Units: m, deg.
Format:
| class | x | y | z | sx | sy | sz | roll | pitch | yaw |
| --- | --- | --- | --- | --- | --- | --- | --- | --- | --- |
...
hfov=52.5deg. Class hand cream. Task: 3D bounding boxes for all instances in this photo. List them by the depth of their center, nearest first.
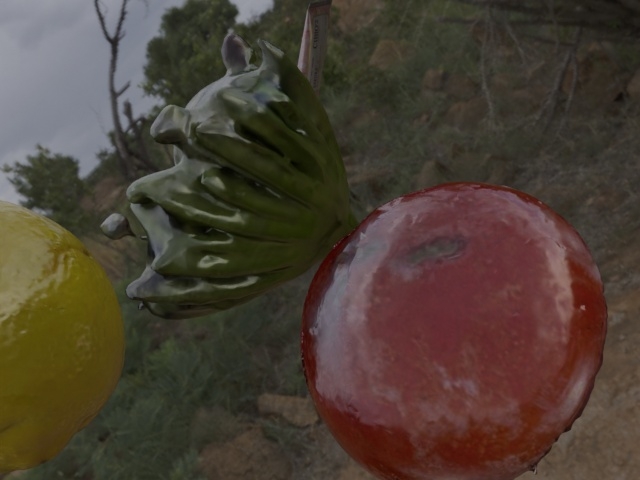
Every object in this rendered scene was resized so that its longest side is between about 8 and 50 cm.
| class | x | y | z | sx | sy | sz | roll | pitch | yaw |
| --- | --- | --- | --- | --- | --- | --- | --- | --- | --- |
| hand cream | -0.015 | -0.281 | 1.051 | 0.067 | 0.043 | 0.209 | -35 | -36 | -48 |

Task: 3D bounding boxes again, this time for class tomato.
| class | x | y | z | sx | sy | sz | roll | pitch | yaw |
| --- | --- | --- | --- | --- | --- | --- | --- | --- | --- |
| tomato | 0.051 | 0.050 | 0.371 | 0.189 | 0.099 | 0.173 | -24 | 53 | 45 |

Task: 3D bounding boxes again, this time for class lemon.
| class | x | y | z | sx | sy | sz | roll | pitch | yaw |
| --- | --- | --- | --- | --- | --- | --- | --- | --- | --- |
| lemon | -0.409 | 0.113 | 0.787 | 0.348 | 0.348 | 0.348 | -40 | 17 | 15 |

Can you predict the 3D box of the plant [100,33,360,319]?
| class | x | y | z | sx | sy | sz | roll | pitch | yaw |
| --- | --- | --- | --- | --- | --- | --- | --- | --- | --- |
| plant | 0.003 | -0.017 | 0.546 | 0.180 | 0.333 | 0.251 | -103 | 35 | -54 |
